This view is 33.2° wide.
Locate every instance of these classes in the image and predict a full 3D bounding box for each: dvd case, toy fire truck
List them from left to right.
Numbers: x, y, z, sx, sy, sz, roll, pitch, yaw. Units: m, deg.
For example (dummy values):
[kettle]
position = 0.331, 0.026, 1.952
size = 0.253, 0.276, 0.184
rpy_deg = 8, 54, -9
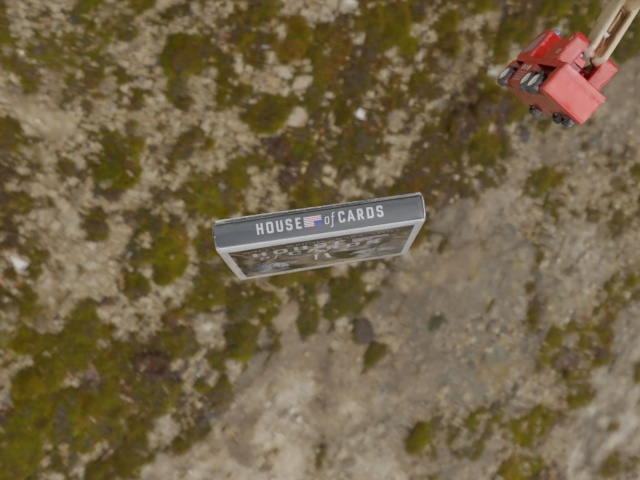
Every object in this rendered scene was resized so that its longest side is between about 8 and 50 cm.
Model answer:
[dvd case]
position = 0.000, 0.000, 1.004
size = 0.179, 0.238, 0.029
rpy_deg = -9, 83, 0
[toy fire truck]
position = 0.217, -0.155, 0.837
size = 0.047, 0.192, 0.135
rpy_deg = 41, 96, -12
